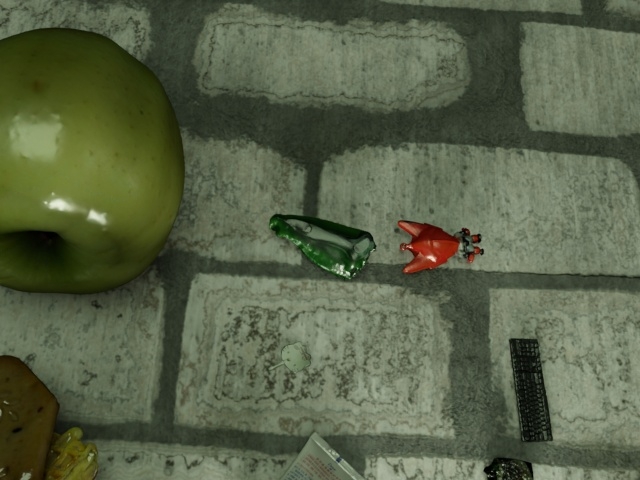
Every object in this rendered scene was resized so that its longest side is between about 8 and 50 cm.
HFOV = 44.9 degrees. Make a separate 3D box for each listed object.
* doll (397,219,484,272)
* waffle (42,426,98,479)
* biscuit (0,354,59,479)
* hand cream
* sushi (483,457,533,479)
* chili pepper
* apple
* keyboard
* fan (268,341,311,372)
[{"bbox_3d":[0.239,0.009,1.530,0.168,0.057,0.109,-3,70,-4],"label":"doll"},{"bbox_3d":[-0.486,0.426,1.217,0.309,0.065,0.283,-29,27,-2],"label":"waffle"},{"bbox_3d":[-0.587,0.333,1.229,0.358,0.046,0.359,-9,47,10],"label":"biscuit"},{"bbox_3d":[-0.044,0.452,1.317,0.133,0.083,0.248,44,60,14],"label":"hand cream"},{"bbox_3d":[0.329,0.426,1.357,0.084,0.056,0.083,10,67,-1],"label":"sushi"},{"bbox_3d":[0.000,0.001,1.516,0.216,0.062,0.108,18,67,6],"label":"chili pepper"},{"bbox_3d":[-0.452,-0.139,1.343,0.473,0.474,0.474,1,66,-3],"label":"apple"},{"bbox_3d":[0.393,0.277,1.448,0.060,0.018,0.196,0,67,-7],"label":"keyboard"},{"bbox_3d":[-0.059,0.224,1.444,0.083,0.004,0.056,-25,71,-14],"label":"fan"}]
